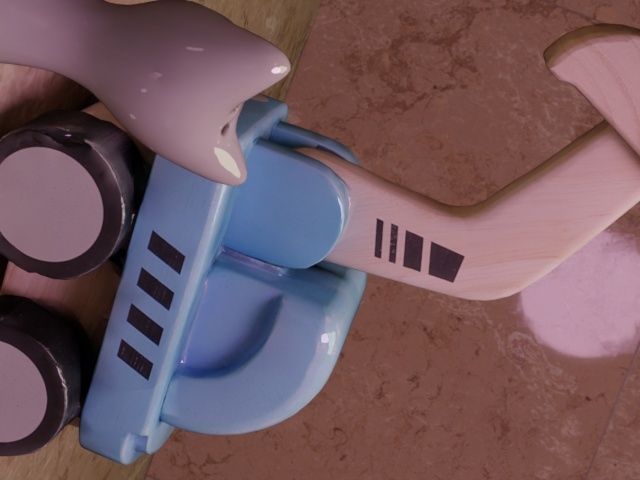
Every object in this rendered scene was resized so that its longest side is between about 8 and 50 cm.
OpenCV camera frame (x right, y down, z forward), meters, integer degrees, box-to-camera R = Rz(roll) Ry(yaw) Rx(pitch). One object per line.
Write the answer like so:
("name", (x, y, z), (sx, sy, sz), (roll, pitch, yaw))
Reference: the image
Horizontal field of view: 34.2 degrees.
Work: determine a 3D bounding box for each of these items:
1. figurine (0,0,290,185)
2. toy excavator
("figurine", (-0.097, -0.125, 0.366), (0.092, 0.209, 0.215), (-66, 176, -45))
("toy excavator", (0.000, 0.000, 0.762), (0.222, 0.445, 0.433), (-63, 174, -71))
